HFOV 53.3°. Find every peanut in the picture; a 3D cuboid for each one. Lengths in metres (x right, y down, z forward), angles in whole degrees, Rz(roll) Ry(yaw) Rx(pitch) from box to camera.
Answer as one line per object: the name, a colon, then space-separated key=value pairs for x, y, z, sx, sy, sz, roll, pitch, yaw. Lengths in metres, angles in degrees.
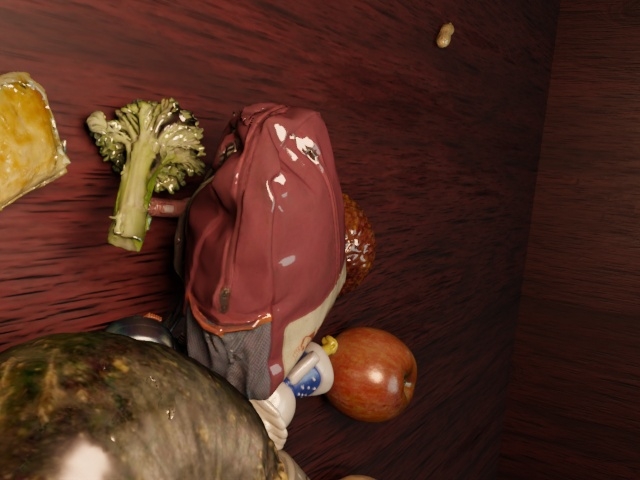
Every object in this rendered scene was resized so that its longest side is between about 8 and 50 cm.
peanut: x=0.300 y=-0.494 z=1.530 sx=0.083 sy=0.037 sz=0.037 roll=-60 pitch=144 yaw=-27

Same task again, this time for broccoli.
broccoli: x=-0.197 y=-0.070 z=0.705 sx=0.122 sy=0.118 sz=0.204 roll=74 pitch=14 yaw=-44

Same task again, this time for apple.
apple: x=0.099 y=0.268 z=1.277 sx=0.188 sy=0.173 sz=0.188 roll=-26 pitch=121 yaw=-57

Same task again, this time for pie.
pie: x=-0.335 y=-0.058 z=0.560 sx=0.282 sy=0.068 sz=0.129 roll=-49 pitch=138 yaw=-48

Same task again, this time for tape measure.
tape measure: x=-0.224 y=0.106 z=0.820 sx=0.107 sy=0.104 sz=0.180 roll=49 pitch=25 yaw=-35

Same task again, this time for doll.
doll: x=-0.062 y=0.251 z=1.067 sx=0.138 sy=0.119 sz=0.293 roll=-49 pitch=175 yaw=37

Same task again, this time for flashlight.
flashlight: x=-0.190 y=-0.042 z=0.840 sx=0.110 sy=0.031 sz=0.052 roll=1 pitch=98 yaw=-59

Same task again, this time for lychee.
lychee: x=-0.004 y=0.005 z=1.029 sx=0.194 sy=0.194 sz=0.195 roll=-24 pitch=119 yaw=-55

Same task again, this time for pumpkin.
pumpkin: x=-0.220 y=0.309 z=0.585 sx=0.454 sy=0.343 sz=0.455 roll=31 pitch=53 yaw=-52

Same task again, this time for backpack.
backpack: x=-0.073 y=-0.007 z=0.770 sx=0.283 sy=0.197 sz=0.318 roll=-66 pitch=162 yaw=-52

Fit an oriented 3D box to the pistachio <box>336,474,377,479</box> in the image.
pistachio: x=0.077 y=0.601 z=1.339 sx=0.194 sy=0.213 sz=0.318 roll=65 pitch=8 yaw=27

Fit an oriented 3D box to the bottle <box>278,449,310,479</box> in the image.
bottle: x=-0.058 y=0.464 z=1.133 sx=0.110 sy=0.109 sz=0.233 roll=-60 pitch=143 yaw=-31
